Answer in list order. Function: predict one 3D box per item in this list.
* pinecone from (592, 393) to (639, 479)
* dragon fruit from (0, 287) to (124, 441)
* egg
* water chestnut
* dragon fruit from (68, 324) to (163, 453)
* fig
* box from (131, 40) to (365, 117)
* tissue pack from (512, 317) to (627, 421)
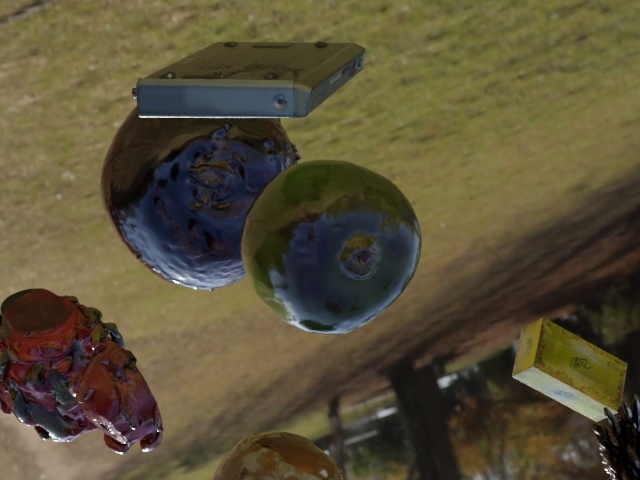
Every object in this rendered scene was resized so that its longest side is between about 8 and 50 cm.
[{"bbox_3d":[0.512,0.321,1.817,0.208,0.207,0.208,-18,166,-4],"label":"pinecone"},{"bbox_3d":[-0.310,0.151,1.430,0.160,0.166,0.172,-3,123,-2],"label":"dragon fruit"},{"bbox_3d":[-0.052,0.350,1.525,0.195,0.233,0.195,-1,129,-1],"label":"egg"},{"bbox_3d":[-0.208,-0.099,2.009,0.350,0.350,0.302,-11,-171,-31],"label":"water chestnut"},{"bbox_3d":[-0.213,0.164,1.241,0.068,0.126,0.112,-28,-153,-24],"label":"dragon fruit"},{"bbox_3d":[0.000,0.000,1.415,0.203,0.203,0.225,-14,-168,-19],"label":"fig"},{"bbox_3d":[-0.074,-0.185,1.354,0.211,0.045,0.270,3,-161,16],"label":"box"},{"bbox_3d":[0.404,0.209,1.959,0.176,0.095,0.062,29,147,-15],"label":"tissue pack"}]
